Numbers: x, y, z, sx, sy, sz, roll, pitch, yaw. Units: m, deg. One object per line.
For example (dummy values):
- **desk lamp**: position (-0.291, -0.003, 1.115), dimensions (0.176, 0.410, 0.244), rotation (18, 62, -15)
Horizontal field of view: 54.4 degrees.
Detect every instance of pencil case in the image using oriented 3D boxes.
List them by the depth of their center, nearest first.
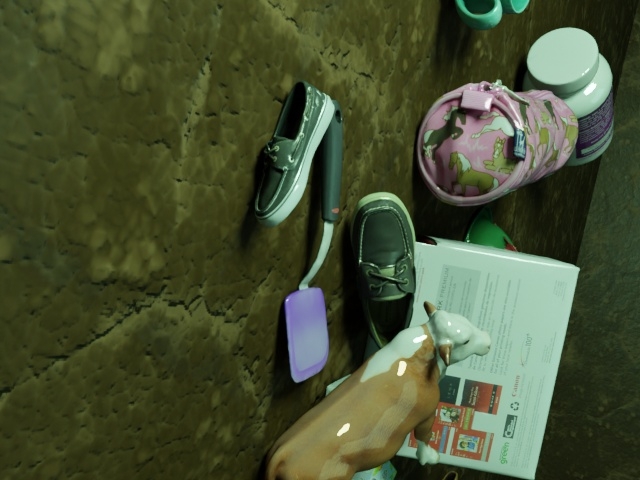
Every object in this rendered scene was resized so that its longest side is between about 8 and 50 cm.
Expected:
- **pencil case**: position (0.291, -0.157, 0.979), dimensions (0.386, 0.167, 0.160), rotation (-18, 81, -57)

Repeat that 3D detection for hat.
- **hat**: position (0.368, 0.046, 1.156), dimensions (0.208, 0.183, 0.173), rotation (-51, 142, -37)

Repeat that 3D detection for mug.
- **mug**: position (0.220, -0.366, 0.828), dimensions (0.158, 0.097, 0.130), rotation (-45, 138, -41)

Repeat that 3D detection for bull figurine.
- **bull figurine**: position (0.074, 0.211, 0.736), dimensions (0.310, 0.101, 0.189), rotation (-31, 124, -17)

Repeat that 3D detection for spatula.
- **spatula**: position (0.000, 0.000, 0.666), dimensions (0.084, 0.030, 0.297), rotation (-7, 107, -60)

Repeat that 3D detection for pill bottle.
- **pill bottle**: position (0.507, -0.290, 1.275), dimensions (0.301, 0.169, 0.169), rotation (41, 66, -58)

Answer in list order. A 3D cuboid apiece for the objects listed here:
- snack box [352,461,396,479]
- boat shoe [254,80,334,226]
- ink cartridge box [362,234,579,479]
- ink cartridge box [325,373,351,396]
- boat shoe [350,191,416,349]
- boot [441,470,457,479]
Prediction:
- **snack box**: position (0.060, 0.385, 0.914), dimensions (0.141, 0.037, 0.100), rotation (-61, 148, -26)
- **boat shoe**: position (-0.032, -0.081, 0.571), dimensions (0.040, 0.049, 0.142), rotation (36, 68, -38)
- **ink cartridge box**: position (0.195, 0.157, 0.916), dimensions (0.130, 0.271, 0.310), rotation (-88, -171, -85)
- **ink cartridge box**: position (0.027, 0.238, 0.808), dimensions (0.062, 0.029, 0.115), rotation (-7, 108, -58)
- **boat shoe**: position (0.083, 0.047, 0.760), dimensions (0.073, 0.080, 0.224), rotation (-98, 180, -52)
- **boot**: position (0.266, 0.632, 1.350), dimensions (0.264, 0.096, 0.281), rotation (-10, 103, -50)
